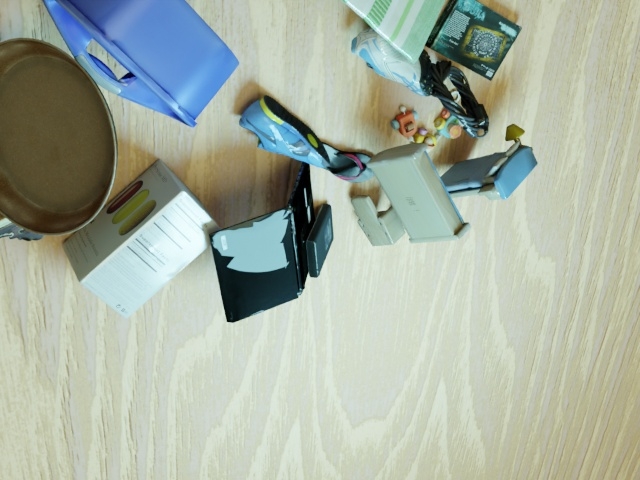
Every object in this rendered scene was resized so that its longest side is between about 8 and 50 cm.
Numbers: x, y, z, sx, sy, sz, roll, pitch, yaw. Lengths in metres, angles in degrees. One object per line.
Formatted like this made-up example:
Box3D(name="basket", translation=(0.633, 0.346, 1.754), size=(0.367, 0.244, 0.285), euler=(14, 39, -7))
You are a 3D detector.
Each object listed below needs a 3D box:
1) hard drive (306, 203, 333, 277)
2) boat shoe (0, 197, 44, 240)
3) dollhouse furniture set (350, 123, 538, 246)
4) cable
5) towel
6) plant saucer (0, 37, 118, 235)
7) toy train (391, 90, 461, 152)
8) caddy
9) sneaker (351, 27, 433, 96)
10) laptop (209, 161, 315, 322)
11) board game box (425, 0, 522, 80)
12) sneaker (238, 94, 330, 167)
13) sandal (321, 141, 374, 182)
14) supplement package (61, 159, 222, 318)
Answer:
Box3D(name="hard drive", translation=(0.000, 0.000, 1.800), size=(0.022, 0.135, 0.094), euler=(5, 127, 13))
Box3D(name="boat shoe", translation=(-0.504, -0.043, 1.503), size=(0.285, 0.103, 0.092), euler=(-31, 126, -15))
Box3D(name="dollhouse furniture set", translation=(0.244, -0.159, 1.820), size=(0.303, 0.286, 0.198), euler=(-42, 112, -32))
Box3D(name="cable", translation=(0.264, -0.288, 1.723), size=(0.150, 0.184, 0.047), euler=(23, 132, -36))
Box3D(name="towel", translation=(0.114, -0.503, 1.533), size=(0.325, 0.038, 0.248), euler=(30, 82, -41))
Box3D(name="plant saucer", translation=(-0.437, -0.162, 1.374), size=(0.050, 0.310, 0.310), euler=(-30, 145, -62))
Box3D(name="toy train", translation=(0.234, -0.240, 1.818), size=(0.166, 0.046, 0.125), euler=(-24, 130, -13))
Box3D(name="caddy", translation=(-0.293, -0.316, 1.348), size=(0.179, 0.241, 0.341), euler=(-48, 131, -2))
Box3D(name="sneaker", translation=(0.147, -0.346, 1.690), size=(0.237, 0.086, 0.085), euler=(25, 69, -49))
Box3D(name="laptop", translation=(-0.102, -0.002, 1.715), size=(0.136, 0.264, 0.234), euler=(4, 131, 11))
Box3D(name="board game box", translation=(0.311, -0.413, 1.759), size=(0.186, 0.026, 0.126), euler=(18, 110, -36))
Box3D(name="sneaker", translation=(-0.068, -0.194, 1.670), size=(0.082, 0.069, 0.209), euler=(-37, 131, 22))
Box3D(name="sandal", translation=(0.047, -0.153, 1.775), size=(0.179, 0.040, 0.067), euler=(14, 111, -35))
Box3D(name="supplement package", translation=(-0.327, -0.004, 1.601), size=(0.244, 0.139, 0.134), euler=(-42, 132, -1))
